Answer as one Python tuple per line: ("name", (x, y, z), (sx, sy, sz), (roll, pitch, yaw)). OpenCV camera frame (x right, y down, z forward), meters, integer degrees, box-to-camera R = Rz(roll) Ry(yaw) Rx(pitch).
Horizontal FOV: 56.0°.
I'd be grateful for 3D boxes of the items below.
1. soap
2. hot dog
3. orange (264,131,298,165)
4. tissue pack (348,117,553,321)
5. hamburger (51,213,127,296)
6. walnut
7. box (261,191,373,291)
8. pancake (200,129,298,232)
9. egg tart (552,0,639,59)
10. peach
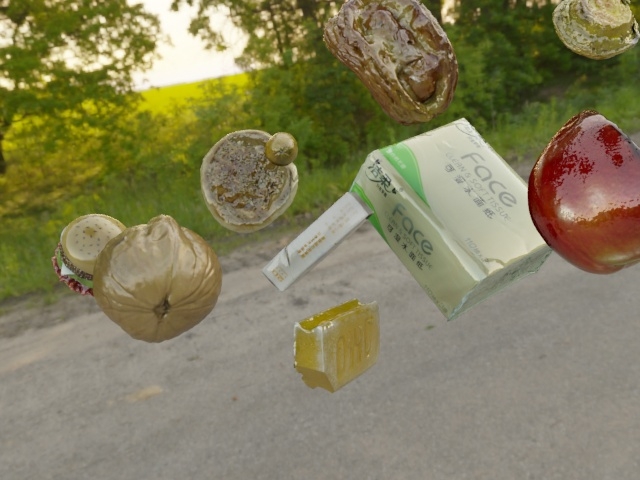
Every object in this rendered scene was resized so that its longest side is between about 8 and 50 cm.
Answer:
("soap", (0.035, 0.201, 1.156), (0.073, 0.140, 0.232), (1, 7, 31))
("hot dog", (0.131, -0.325, 1.049), (0.175, 0.259, 0.114), (-42, -2, -14))
("orange", (-0.096, -0.226, 1.500), (0.085, 0.085, 0.095), (-11, 20, -1))
("tissue pack", (0.323, -0.064, 1.429), (0.332, 0.205, 0.405), (-23, 64, -29))
("hamburger", (-0.467, 0.021, 1.262), (0.175, 0.175, 0.137), (-25, -19, -38))
("walnut", (-0.289, 0.065, 1.073), (0.228, 0.227, 0.228), (-10, 17, 3))
("box", (-0.001, 0.001, 1.224), (0.233, 0.067, 0.149), (-42, -6, 9))
("pancake", (-0.194, -0.159, 1.600), (0.283, 0.282, 0.049), (-10, -9, 1))
("egg tart", (0.412, -0.329, 0.894), (0.130, 0.130, 0.052), (-13, -27, -6))
("peach", (0.473, -0.084, 1.017), (0.245, 0.274, 0.248), (-21, -21, 2))
